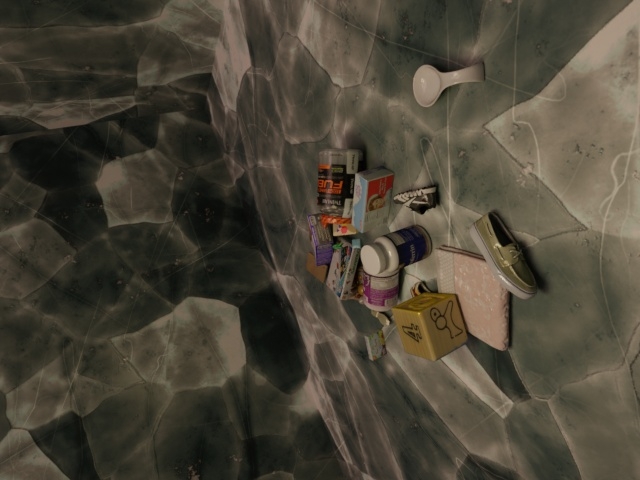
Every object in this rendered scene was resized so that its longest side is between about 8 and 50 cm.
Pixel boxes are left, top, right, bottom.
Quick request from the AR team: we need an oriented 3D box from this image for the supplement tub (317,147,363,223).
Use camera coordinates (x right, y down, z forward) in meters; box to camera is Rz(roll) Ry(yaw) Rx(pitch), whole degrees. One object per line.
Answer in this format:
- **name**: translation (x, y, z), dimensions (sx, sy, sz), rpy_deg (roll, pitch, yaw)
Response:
- **supplement tub**: translation (0.090, -0.253, 1.889), dimensions (0.207, 0.207, 0.337), rpy_deg (19, 109, 59)

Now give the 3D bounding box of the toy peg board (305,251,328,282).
- **toy peg board**: translation (-0.003, 0.156, 2.573), dimensions (0.161, 0.079, 0.161), rpy_deg (38, 142, 25)

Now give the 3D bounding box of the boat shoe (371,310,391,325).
- **boat shoe**: translation (0.322, 0.397, 2.108), dimensions (0.137, 0.043, 0.049), rpy_deg (34, 110, 49)

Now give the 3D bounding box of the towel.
- **towel**: translation (0.558, 0.203, 1.512), dimensions (0.317, 0.054, 0.331), rpy_deg (23, 127, 57)

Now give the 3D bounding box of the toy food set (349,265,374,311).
- **toy food set**: translation (0.191, 0.252, 2.212), dimensions (0.306, 0.093, 0.219), rpy_deg (7, 113, 61)

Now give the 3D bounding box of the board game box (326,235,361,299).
- **board game box**: translation (0.121, 0.143, 2.199), dimensions (0.193, 0.053, 0.305), rpy_deg (42, 123, 58)

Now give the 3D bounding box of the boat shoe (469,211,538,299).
- **boat shoe**: translation (0.587, 0.044, 1.292), dimensions (0.302, 0.109, 0.094), rpy_deg (61, 150, 27)

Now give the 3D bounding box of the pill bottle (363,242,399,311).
- **pill bottle**: translation (0.281, 0.166, 1.892), dimensions (0.169, 0.169, 0.301), rpy_deg (35, 136, 51)

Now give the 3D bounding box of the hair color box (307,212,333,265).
- **hair color box**: translation (0.000, 0.000, 2.263), dimensions (0.339, 0.110, 0.185), rpy_deg (92, 165, -67)

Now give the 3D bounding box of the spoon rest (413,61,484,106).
- **spoon rest**: translation (0.396, -0.520, 1.331), dimensions (0.276, 0.084, 0.137), rpy_deg (13, 117, 60)

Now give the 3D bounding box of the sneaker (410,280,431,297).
- **sneaker**: translation (0.452, 0.265, 1.737), dimensions (0.185, 0.070, 0.084), rpy_deg (60, 157, 21)

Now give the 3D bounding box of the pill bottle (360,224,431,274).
- **pill bottle**: translation (0.306, 0.041, 1.656), dimensions (0.153, 0.265, 0.153), rpy_deg (42, 142, 46)

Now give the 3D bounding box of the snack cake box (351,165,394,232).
- **snack cake box**: translation (0.228, -0.180, 1.797), dimensions (0.089, 0.152, 0.264), rpy_deg (43, 142, 44)

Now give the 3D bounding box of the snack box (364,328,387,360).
- **snack box**: translation (0.298, 0.562, 2.190), dimensions (0.037, 0.100, 0.141), rpy_deg (8, 113, 62)

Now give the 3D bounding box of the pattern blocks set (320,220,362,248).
- **pattern blocks set**: translation (0.126, -0.115, 2.011), dimensions (0.286, 0.026, 0.324), rpy_deg (4, 86, 36)

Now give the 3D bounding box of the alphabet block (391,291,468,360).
- **alphabet block**: translation (0.426, 0.329, 1.589), dimensions (0.193, 0.193, 0.197), rpy_deg (-10, 98, 64)

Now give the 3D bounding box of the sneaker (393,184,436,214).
- **sneaker**: translation (0.374, -0.151, 1.615), dimensions (0.234, 0.078, 0.106), rpy_deg (-6, 98, 62)
